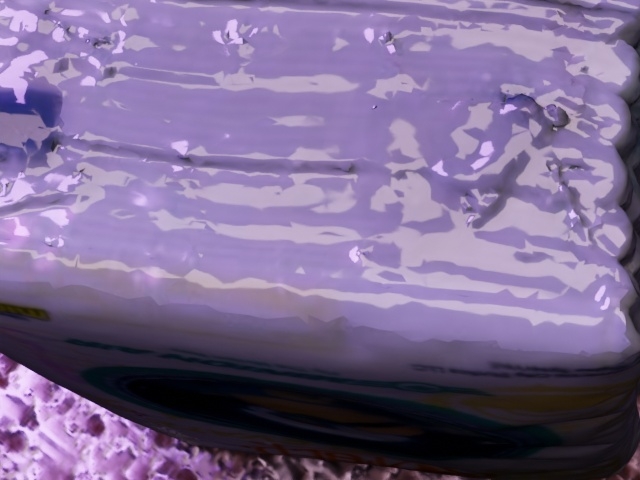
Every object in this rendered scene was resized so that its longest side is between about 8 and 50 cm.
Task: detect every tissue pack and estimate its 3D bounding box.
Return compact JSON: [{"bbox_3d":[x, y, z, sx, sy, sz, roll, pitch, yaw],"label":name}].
[{"bbox_3d":[0.000,0.000,0.824,0.287,0.388,0.162,7,79,10],"label":"tissue pack"}]
